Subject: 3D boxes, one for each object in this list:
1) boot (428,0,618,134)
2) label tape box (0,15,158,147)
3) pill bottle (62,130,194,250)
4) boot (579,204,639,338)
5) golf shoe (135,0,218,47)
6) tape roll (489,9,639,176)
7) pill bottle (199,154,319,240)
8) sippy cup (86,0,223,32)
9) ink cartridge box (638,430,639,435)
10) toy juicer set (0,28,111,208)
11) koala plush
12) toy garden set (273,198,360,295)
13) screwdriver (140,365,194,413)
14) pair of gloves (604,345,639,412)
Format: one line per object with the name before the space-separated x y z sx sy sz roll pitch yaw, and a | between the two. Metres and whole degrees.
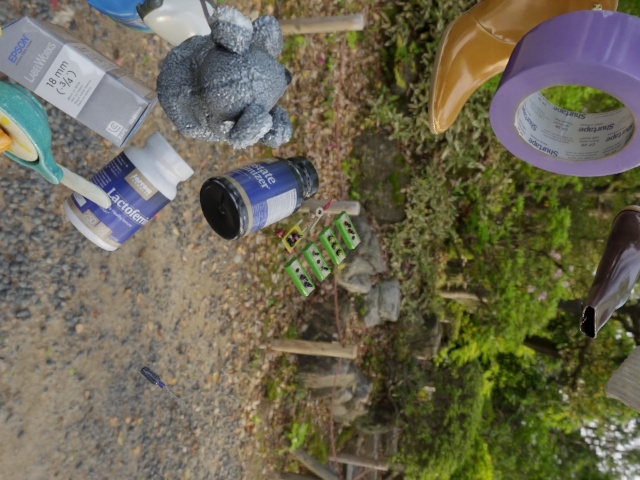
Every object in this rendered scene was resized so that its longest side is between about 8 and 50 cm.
boot | 0.285 -0.277 0.719 0.104 0.212 0.294 -4 111 -68
label tape box | -0.470 -0.319 0.922 0.105 0.334 0.240 -54 -158 8
pill bottle | -0.426 -0.115 1.150 0.265 0.153 0.153 -43 159 -4
boot | 0.624 0.072 1.077 0.207 0.090 0.248 -44 137 -27
golf shoe | -0.203 -0.351 0.912 0.273 0.105 0.120 0 74 -63
tape roll | 0.303 -0.163 0.594 0.080 0.189 0.189 -63 159 -20
pill bottle | -0.109 -0.091 0.977 0.219 0.123 0.122 -29 127 -41
sippy cup | -0.346 -0.501 0.935 0.224 0.306 0.239 -102 165 -64
ink cartridge box | 0.842 0.368 1.087 0.273 0.114 0.198 -12 146 -41
toy juicer set | -0.439 -0.160 0.667 0.089 0.210 0.328 -58 155 -29
koala plush | -0.121 -0.213 0.707 0.221 0.204 0.196 -143 -135 -66
toy garden set | 0.000 0.000 1.367 0.244 0.049 0.203 -44 122 -25
screwdriver | -0.371 0.367 1.242 0.024 0.170 0.025 -49 -165 -21
pair of gloves | 0.423 0.117 0.471 0.042 0.240 0.204 56 -7 -33
